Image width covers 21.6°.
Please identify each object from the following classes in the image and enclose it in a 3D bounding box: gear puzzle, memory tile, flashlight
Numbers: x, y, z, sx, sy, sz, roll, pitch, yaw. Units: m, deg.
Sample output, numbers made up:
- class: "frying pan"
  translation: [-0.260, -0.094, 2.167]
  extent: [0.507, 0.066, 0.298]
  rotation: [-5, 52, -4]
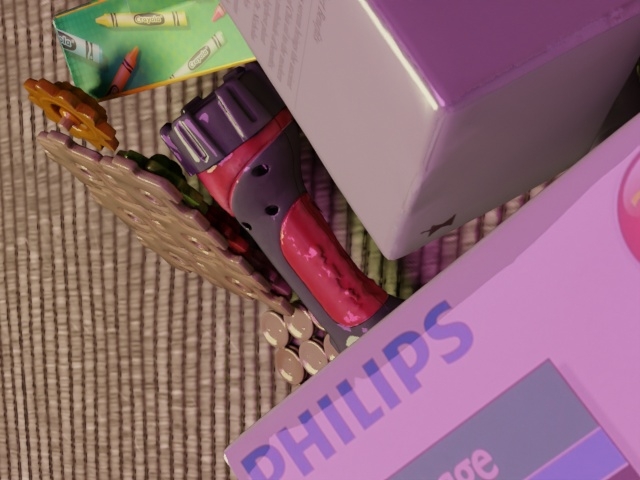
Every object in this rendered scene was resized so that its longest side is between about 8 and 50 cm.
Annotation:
- class: "gear puzzle"
  translation: [-0.146, -0.049, 1.419]
  extent: [0.175, 0.044, 0.339]
  rotation: [21, 163, 36]
- class: "memory tile"
  translation: [0.008, 0.101, 1.500]
  extent: [0.148, 0.012, 0.113]
  rotation: [-20, 95, 49]
- class: "flashlight"
  translation: [0.000, 0.000, 1.358]
  extent: [0.103, 0.103, 0.304]
  rotation: [-38, 99, 5]

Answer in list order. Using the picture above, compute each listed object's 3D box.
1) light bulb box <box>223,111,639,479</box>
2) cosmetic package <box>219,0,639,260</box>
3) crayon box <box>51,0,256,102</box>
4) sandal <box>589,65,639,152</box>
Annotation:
- class: "light bulb box"
  translation: [0.202, 0.073, 0.955]
  extent: [0.358, 0.361, 0.225]
  rotation: [-41, 81, 27]
- class: "cosmetic package"
  translation: [0.003, -0.241, 1.040]
  extent: [0.453, 0.161, 0.230]
  rotation: [58, 165, 16]
- class: "crayon box"
  translation: [-0.059, -0.184, 1.306]
  extent: [0.278, 0.165, 0.081]
  rotation: [-8, 103, 47]
- class: "sandal"
  translation: [0.169, -0.112, 1.162]
  extent: [0.076, 0.102, 0.265]
  rotation: [-3, 110, 44]
